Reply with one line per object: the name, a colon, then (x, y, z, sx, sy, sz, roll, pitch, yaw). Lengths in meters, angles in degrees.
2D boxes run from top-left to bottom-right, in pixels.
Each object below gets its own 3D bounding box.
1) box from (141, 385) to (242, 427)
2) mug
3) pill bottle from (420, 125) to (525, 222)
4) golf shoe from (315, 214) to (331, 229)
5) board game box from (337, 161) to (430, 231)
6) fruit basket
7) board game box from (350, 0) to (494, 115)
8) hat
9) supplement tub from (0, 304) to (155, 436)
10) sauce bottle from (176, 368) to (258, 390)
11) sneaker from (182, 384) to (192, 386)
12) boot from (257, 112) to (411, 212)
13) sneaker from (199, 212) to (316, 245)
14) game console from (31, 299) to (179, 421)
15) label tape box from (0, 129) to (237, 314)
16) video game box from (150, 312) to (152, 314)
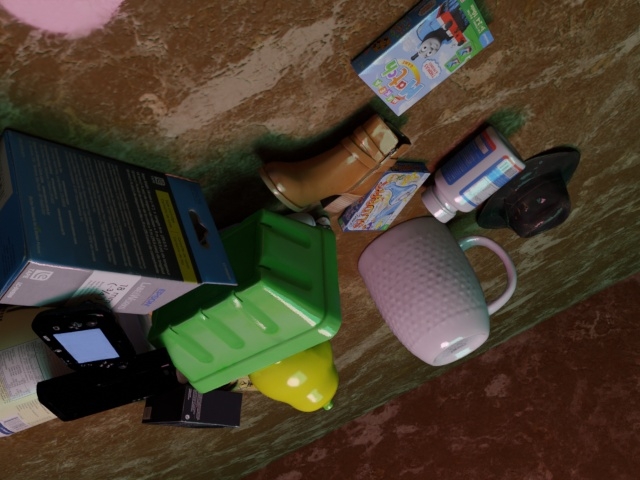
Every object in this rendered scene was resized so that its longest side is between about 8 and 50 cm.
box: (-0.374, 0.489, 1.630, 0.184, 0.103, 0.261, 22, 151, -34)
mug: (0.331, 0.126, 1.488, 0.374, 0.328, 0.276, -27, 150, 3)
pill bottle: (0.340, -0.144, 1.280, 0.221, 0.124, 0.124, -41, 147, 26)
golf shoe: (0.000, 0.000, 1.299, 0.067, 0.086, 0.186, 15, 164, -4)
board game box: (0.143, -0.098, 1.289, 0.136, 0.035, 0.201, -3, 143, -34)
fruit basket: (-0.096, 0.163, 1.098, 0.392, 0.283, 0.392, -2, 140, -1)
board game box: (0.177, -0.324, 0.960, 0.211, 0.039, 0.160, -36, 149, 19)
hat: (0.602, -0.093, 1.547, 0.331, 0.134, 0.331, -18, 149, -11)
supplement tub: (-0.501, 0.216, 1.096, 0.325, 0.235, 0.235, -19, 149, -12)
sauce bottle: (-0.274, 0.393, 1.672, 0.111, 0.111, 0.344, -41, 146, 25)
sneaker: (-0.384, 0.438, 1.739, 0.109, 0.040, 0.044, -22, 121, 3)
boot: (0.036, -0.148, 1.054, 0.220, 0.109, 0.283, -40, 149, 26)
sneaker: (-0.132, -0.001, 1.176, 0.258, 0.094, 0.091, -22, 154, -5)
game console: (-0.359, 0.196, 0.892, 0.213, 0.044, 0.361, -15, 149, -12)
label tape box: (-0.319, -0.012, 0.871, 0.106, 0.241, 0.333, -43, 146, 26)
video game box: (-0.267, 0.145, 1.321, 0.205, 0.048, 0.187, -31, 136, 9)
